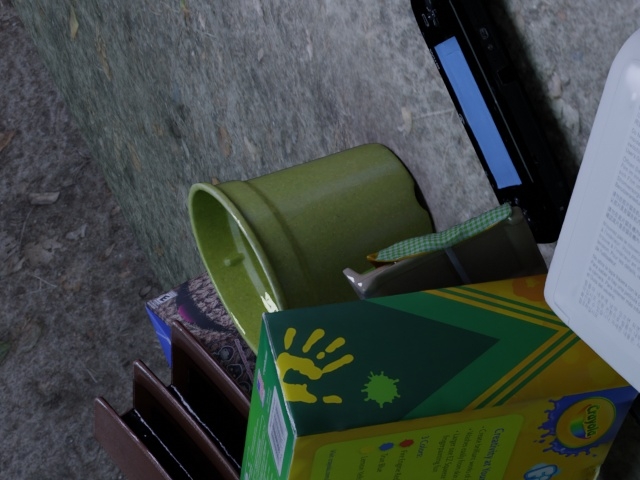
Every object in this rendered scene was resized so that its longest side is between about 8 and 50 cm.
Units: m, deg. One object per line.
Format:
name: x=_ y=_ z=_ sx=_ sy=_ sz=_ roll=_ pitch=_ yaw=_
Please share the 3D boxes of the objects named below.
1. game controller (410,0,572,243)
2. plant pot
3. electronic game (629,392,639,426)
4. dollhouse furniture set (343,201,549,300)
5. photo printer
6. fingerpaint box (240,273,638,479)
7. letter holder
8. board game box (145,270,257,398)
game controller: x=0.183 y=-0.143 z=1.932 sx=0.319 sy=0.067 sz=0.166 roll=66 pitch=163 yaw=-3
plant pot: x=0.000 y=0.000 z=2.343 sx=0.276 sy=0.254 sz=0.276 roll=53 pitch=159 yaw=31
electronic game: x=0.356 y=0.122 z=1.832 sx=0.229 sy=0.048 sz=0.229 roll=163 pitch=90 yaw=-75
dollhouse furniture set: x=0.140 y=0.026 z=1.974 sx=0.151 sy=0.198 sz=0.301 roll=67 pitch=-174 yaw=34
photo printer: x=0.324 y=-0.020 z=1.504 sx=0.256 sy=0.107 sz=0.307 roll=46 pitch=132 yaw=47
fingerpaint box: x=0.112 y=0.232 z=1.960 sx=0.444 sy=0.371 sz=0.163 roll=99 pitch=160 yaw=-54
letter holder: x=-0.175 y=0.290 z=2.483 sx=0.302 sy=0.152 sz=0.214 roll=47 pitch=152 yaw=25
board game box: x=-0.079 y=0.122 z=2.673 sx=0.232 sy=0.291 sz=0.141 roll=31 pitch=145 yaw=59
